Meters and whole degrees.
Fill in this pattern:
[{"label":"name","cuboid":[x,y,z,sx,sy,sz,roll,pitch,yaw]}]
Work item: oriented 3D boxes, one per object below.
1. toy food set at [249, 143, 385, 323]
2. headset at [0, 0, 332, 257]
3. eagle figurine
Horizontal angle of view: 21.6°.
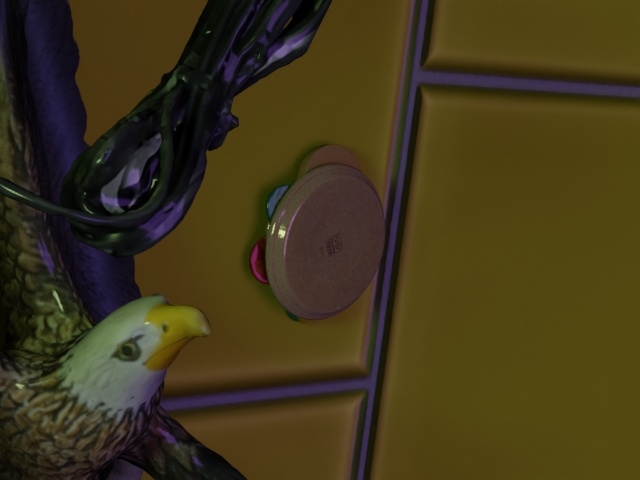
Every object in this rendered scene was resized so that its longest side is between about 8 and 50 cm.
[{"label":"toy food set","cuboid":[0.000,0.000,0.843,0.082,0.020,0.083,-46,129,-25]},{"label":"headset","cuboid":[-0.162,-0.148,0.459,0.394,0.243,0.185,47,68,-26]},{"label":"eagle figurine","cuboid":[-0.122,0.038,0.654,0.298,0.225,0.226,50,19,-9]}]
